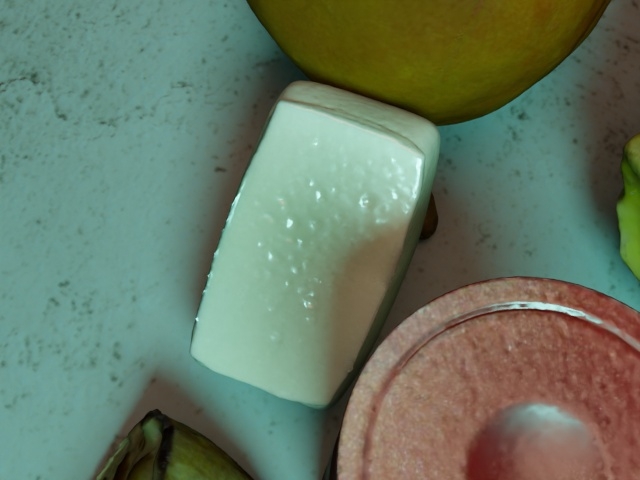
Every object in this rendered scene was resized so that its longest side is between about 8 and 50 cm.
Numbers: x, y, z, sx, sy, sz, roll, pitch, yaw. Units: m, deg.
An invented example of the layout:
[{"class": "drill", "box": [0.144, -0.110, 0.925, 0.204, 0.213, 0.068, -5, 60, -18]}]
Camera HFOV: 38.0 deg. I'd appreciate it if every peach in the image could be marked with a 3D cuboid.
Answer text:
[{"class": "peach", "box": [0.101, -0.271, 0.756, 0.343, 0.302, 0.343, 28, 44, -30]}]

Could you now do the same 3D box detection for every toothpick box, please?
[{"class": "toothpick box", "box": [0.101, 0.168, 0.605, 0.204, 0.333, 0.204, 1, 69, -1]}]

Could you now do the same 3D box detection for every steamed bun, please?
[{"class": "steamed bun", "box": [0.000, 0.000, 0.743, 0.146, 0.164, 0.241, 21, 102, 5]}]

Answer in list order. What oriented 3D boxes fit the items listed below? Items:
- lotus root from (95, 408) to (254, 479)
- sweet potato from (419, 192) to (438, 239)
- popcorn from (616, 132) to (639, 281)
[{"class": "lotus root", "box": [-0.098, 0.250, 0.679, 0.180, 0.199, 0.188, 32, 110, -21]}, {"class": "sweet potato", "box": [0.031, -0.066, 0.841, 0.182, 0.054, 0.053, 26, 62, 10]}, {"class": "popcorn", "box": [0.403, -0.027, 0.674, 0.349, 0.349, 0.381, -34, 63, -13]}]
